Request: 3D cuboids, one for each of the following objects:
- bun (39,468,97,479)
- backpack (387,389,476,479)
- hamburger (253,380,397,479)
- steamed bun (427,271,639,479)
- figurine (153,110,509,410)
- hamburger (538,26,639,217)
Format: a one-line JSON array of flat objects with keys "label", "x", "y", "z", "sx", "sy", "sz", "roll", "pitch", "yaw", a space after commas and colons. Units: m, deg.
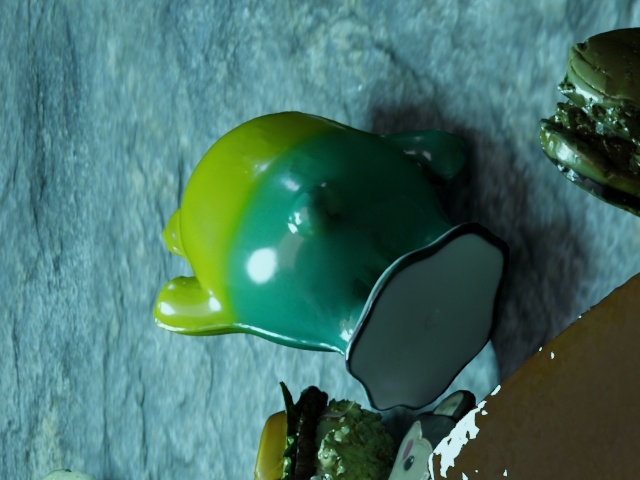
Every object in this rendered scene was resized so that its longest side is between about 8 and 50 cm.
[{"label": "bun", "x": -0.302, "y": 0.377, "z": 2.390, "sx": 0.178, "sy": 0.128, "sz": 0.193, "roll": 28, "pitch": 100, "yaw": 53}, {"label": "backpack", "x": 0.142, "y": 0.256, "z": 1.731, "sx": 0.229, "sy": 0.139, "sz": 0.229, "roll": -37, "pitch": 41, "yaw": 41}, {"label": "hamburger", "x": 0.002, "y": 0.270, "z": 1.892, "sx": 0.261, "sy": 0.139, "sz": 0.243, "roll": 88, "pitch": -171, "yaw": -67}, {"label": "steamed bun", "x": 0.286, "y": 0.161, "z": 1.417, "sx": 0.379, "sy": 0.248, "sz": 0.235, "roll": -44, "pitch": 55, "yaw": 33}, {"label": "figurine", "x": 0.000, "y": 0.000, "z": 1.857, "sx": 0.323, "sy": 0.231, "sz": 0.340, "roll": -49, "pitch": 48, "yaw": -10}, {"label": "hamburger", "x": 0.260, "y": -0.095, "z": 1.548, "sx": 0.185, "sy": 0.159, "sz": 0.131, "roll": -107, "pitch": 37, "yaw": -58}]
